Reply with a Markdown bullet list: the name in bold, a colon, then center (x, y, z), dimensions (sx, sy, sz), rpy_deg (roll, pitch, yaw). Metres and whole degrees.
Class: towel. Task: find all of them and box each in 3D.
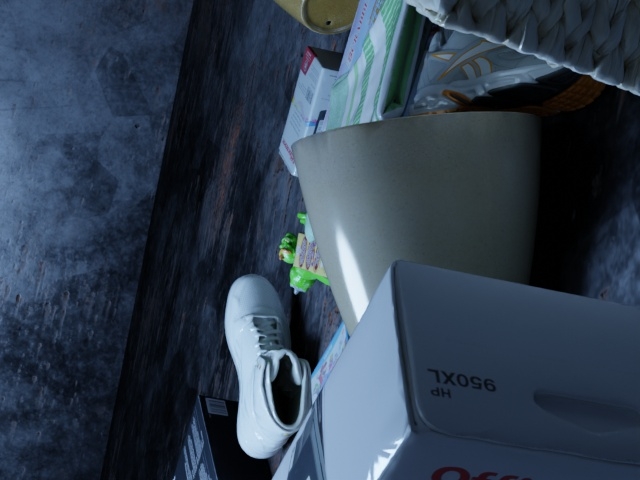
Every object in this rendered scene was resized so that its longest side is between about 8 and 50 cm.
- **towel**: center (0.052, -0.169, 1.705), dimensions (0.325, 0.038, 0.247), rpy_deg (128, 157, -61)

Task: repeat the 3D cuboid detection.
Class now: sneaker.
- **sneaker**: center (0.184, -0.187, 1.422), dimensions (0.262, 0.099, 0.121), rpy_deg (-7, 74, 53)
- **sneaker**: center (-0.069, 0.168, 2.133), dimensions (0.169, 0.108, 0.292), rpy_deg (134, 133, -59)

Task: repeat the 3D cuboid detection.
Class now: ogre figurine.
- **ogre figurine**: center (0.000, 0.000, 2.017), dimensions (0.197, 0.097, 0.118), rpy_deg (-29, 33, 50)

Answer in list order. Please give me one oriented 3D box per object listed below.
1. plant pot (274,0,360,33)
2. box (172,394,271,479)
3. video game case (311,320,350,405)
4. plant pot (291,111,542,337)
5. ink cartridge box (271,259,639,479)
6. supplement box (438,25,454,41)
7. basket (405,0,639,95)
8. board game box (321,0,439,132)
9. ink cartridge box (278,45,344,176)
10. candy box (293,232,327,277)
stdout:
- **plant pot**: center (-0.012, -0.440, 2.124), dimensions (0.237, 0.237, 0.254), rpy_deg (-65, 36, 41)
- **box**: center (-0.163, 0.403, 2.290), dimensions (0.261, 0.103, 0.184), rpy_deg (-113, 40, -61)
- **video game case**: center (0.019, 0.198, 1.907), dimensions (0.166, 0.015, 0.119), rpy_deg (-93, 27, -56)
- **plant pot**: center (0.109, 0.026, 1.427), dimensions (0.256, 0.257, 0.274), rpy_deg (165, 100, -72)
- **ink cartridge box**: center (0.124, 0.220, 1.129), dimensions (0.166, 0.286, 0.395), rpy_deg (-96, 23, -43)
- **supplement box**: center (0.181, -0.302, 1.613), dimensions (0.080, 0.078, 0.233), rpy_deg (132, 144, -56)
- **basket**: center (0.216, -0.318, 1.144), dimensions (0.331, 0.267, 0.328), rpy_deg (-116, 44, -64)
- **board game box**: center (0.099, -0.217, 1.847), dimensions (0.318, 0.066, 0.318), rpy_deg (-111, 34, -59)
- **ink cartridge box**: center (0.001, -0.193, 2.144), dimensions (0.127, 0.072, 0.175), rpy_deg (-118, 41, -64)
- **candy box**: center (0.042, 0.026, 1.821), dimensions (0.187, 0.109, 0.053), rpy_deg (-171, 91, -73)
